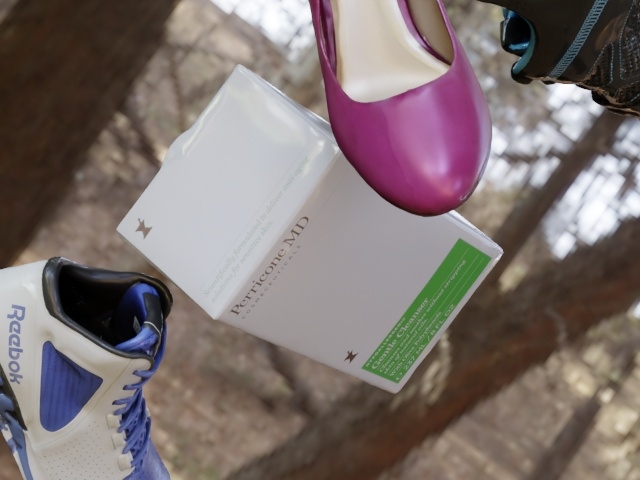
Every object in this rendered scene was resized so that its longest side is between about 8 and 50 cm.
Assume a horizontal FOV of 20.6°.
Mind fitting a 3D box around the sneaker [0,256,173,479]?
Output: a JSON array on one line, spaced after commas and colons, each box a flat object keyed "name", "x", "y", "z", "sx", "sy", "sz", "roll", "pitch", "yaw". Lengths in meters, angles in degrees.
[{"name": "sneaker", "x": -0.199, "y": 0.132, "z": 1.593, "sx": 0.182, "sy": 0.127, "sz": 0.315, "roll": -16, "pitch": -56, "yaw": 23}]

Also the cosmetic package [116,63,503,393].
[{"name": "cosmetic package", "x": 0.000, "y": 0.000, "z": 1.683, "sx": 0.155, "sy": 0.197, "sz": 0.365, "roll": 40, "pitch": 8, "yaw": 31}]

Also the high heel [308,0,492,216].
[{"name": "high heel", "x": 0.037, "y": -0.190, "z": 1.391, "sx": 0.181, "sy": 0.127, "sz": 0.377, "roll": 67, "pitch": 2, "yaw": -45}]

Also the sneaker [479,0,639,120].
[{"name": "sneaker", "x": 0.198, "y": -0.156, "z": 1.239, "sx": 0.341, "sy": 0.139, "sz": 0.125, "roll": 47, "pitch": 25, "yaw": -56}]
